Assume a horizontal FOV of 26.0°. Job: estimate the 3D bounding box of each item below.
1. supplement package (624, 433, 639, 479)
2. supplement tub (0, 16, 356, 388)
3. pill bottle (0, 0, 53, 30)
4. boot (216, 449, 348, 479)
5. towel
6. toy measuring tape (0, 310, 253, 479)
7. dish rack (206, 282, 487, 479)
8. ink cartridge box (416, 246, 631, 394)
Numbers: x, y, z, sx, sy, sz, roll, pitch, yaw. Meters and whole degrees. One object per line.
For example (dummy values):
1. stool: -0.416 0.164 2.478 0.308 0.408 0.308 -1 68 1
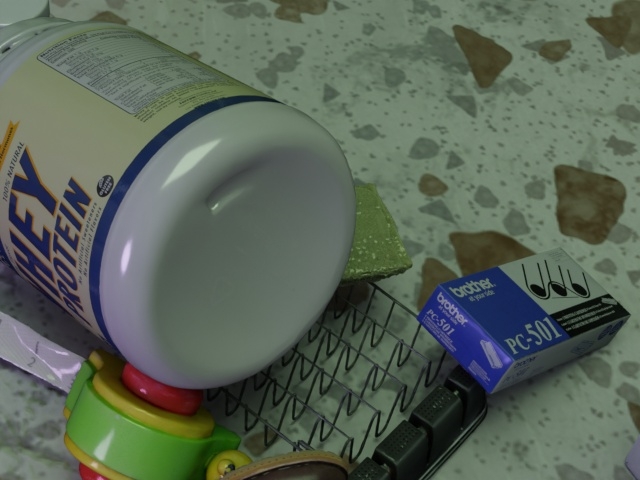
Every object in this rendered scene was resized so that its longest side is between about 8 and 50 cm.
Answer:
1. supplement package: 0.442 0.162 1.169 0.263 0.198 0.199 -23 59 -25
2. supplement tub: -0.154 -0.045 1.148 0.235 0.235 0.325 -31 42 -29
3. pill bottle: -0.296 -0.162 1.298 0.112 0.186 0.112 5 51 -6
4. boot: -0.055 0.286 1.026 0.248 0.090 0.207 -28 49 -6
5. towel: 0.000 0.000 1.242 0.148 0.027 0.110 -9 53 -16
6. toy measuring tape: -0.201 0.126 1.130 0.330 0.121 0.121 27 52 11
7. dish rack: -0.004 0.109 1.215 0.271 0.074 0.208 36 53 20
8. ink cartridge box: 0.186 0.068 1.244 0.097 0.046 0.207 46 35 23
